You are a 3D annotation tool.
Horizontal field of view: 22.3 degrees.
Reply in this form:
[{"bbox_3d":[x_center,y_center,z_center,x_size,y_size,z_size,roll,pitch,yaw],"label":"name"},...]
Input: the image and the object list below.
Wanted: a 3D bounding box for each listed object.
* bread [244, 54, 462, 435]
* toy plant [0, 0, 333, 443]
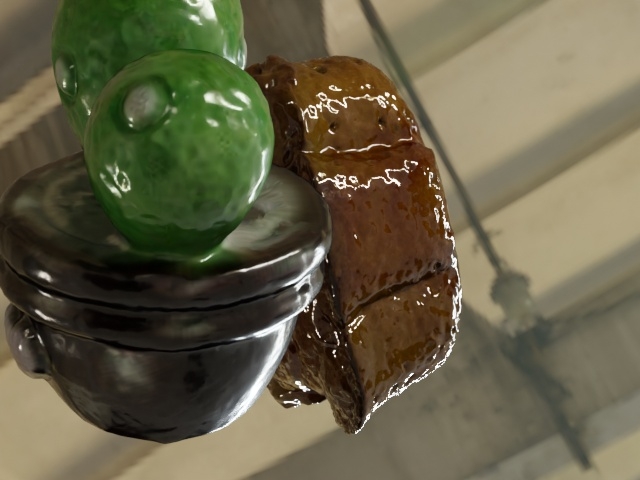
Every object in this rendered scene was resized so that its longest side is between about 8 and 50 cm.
[{"bbox_3d":[-0.007,-0.007,1.094,0.135,0.232,0.247,-18,-78,-26],"label":"bread"},{"bbox_3d":[-0.081,-0.031,0.835,0.175,0.218,0.235,-2,-64,-14],"label":"toy plant"}]
